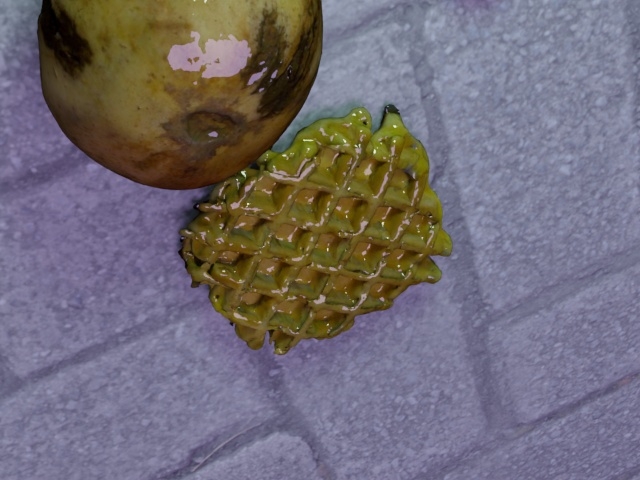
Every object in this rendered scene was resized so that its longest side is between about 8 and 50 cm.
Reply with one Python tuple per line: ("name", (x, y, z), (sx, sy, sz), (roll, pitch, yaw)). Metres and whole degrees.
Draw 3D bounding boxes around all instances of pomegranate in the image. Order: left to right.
("pomegranate", (-0.148, -0.213, 1.266), (0.322, 0.322, 0.322), (-14, 134, -16))

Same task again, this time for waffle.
("waffle", (0.000, 0.000, 1.672), (0.379, 0.095, 0.382), (-28, 134, 1))
